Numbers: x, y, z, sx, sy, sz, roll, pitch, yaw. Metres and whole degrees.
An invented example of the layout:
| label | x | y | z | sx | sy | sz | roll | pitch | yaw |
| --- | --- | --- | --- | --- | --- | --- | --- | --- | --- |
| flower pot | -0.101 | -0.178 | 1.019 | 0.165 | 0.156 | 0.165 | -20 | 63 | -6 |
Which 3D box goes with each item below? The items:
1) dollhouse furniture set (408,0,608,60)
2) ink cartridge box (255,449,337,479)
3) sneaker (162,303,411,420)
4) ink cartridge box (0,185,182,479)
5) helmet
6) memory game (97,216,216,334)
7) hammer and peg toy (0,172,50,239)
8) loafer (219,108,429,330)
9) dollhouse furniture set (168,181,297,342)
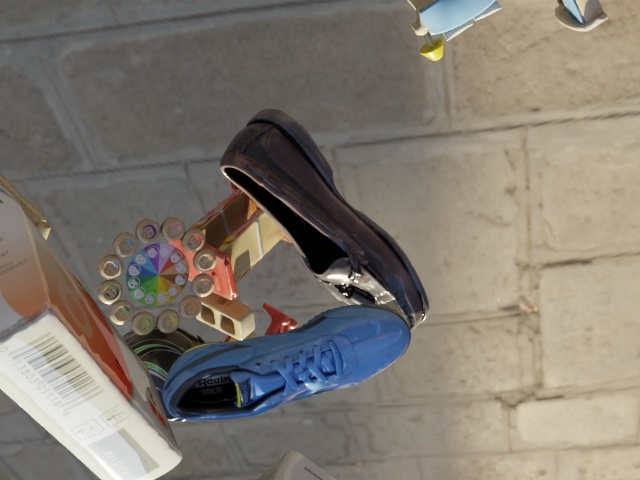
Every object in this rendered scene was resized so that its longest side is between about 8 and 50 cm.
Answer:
| label | x | y | z | sx | sy | sz | roll | pitch | yaw |
| --- | --- | --- | --- | --- | --- | --- | --- | --- | --- |
| dollhouse furniture set | 0.293 | -0.422 | 1.655 | 0.303 | 0.286 | 0.198 | -31 | 117 | 7 |
| ink cartridge box | -0.076 | 0.379 | 0.935 | 0.114 | 0.273 | 0.197 | 37 | 128 | -7 |
| sneaker | -0.026 | 0.108 | 0.762 | 0.209 | 0.082 | 0.069 | -13 | 102 | 3 |
| ink cartridge box | -0.134 | 0.019 | 0.468 | 0.045 | 0.179 | 0.145 | -25 | 140 | -1 |
| helmet | -0.265 | 0.214 | 1.478 | 0.161 | 0.169 | 0.169 | 16 | 136 | 3 |
| memory game | -0.238 | 0.054 | 1.374 | 0.186 | 0.012 | 0.186 | -10 | 111 | -27 |
| hammer and peg toy | -0.516 | 0.017 | 1.367 | 0.266 | 0.361 | 0.127 | -52 | 162 | 7 |
| loafer | 0.000 | 0.000 | 1.029 | 0.303 | 0.095 | 0.109 | 52 | 143 | -13 |
| dollhouse furniture set | -0.156 | 0.086 | 1.822 | 0.152 | 0.201 | 0.374 | 23 | 138 | 29 |
